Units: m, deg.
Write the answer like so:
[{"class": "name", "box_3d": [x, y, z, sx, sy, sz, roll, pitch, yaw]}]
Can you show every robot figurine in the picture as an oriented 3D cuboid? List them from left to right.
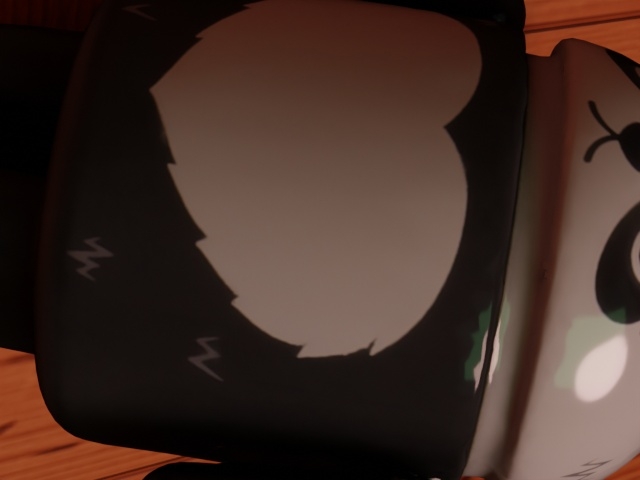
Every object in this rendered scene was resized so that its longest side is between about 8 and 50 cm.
[{"class": "robot figurine", "box_3d": [0.000, -0.003, 0.521, 0.278, 0.173, 0.209, 9, 101, 2]}]
